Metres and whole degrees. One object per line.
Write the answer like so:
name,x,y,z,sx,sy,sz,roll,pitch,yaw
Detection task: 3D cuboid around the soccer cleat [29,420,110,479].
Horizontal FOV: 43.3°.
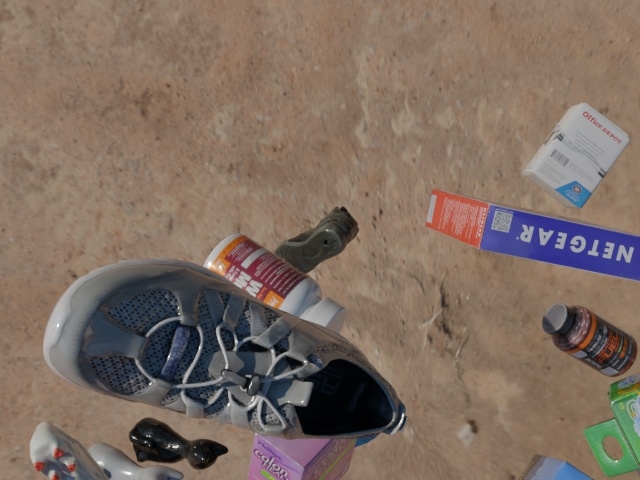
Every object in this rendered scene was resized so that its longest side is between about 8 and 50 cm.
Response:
soccer cleat,-0.298,0.307,1.018,0.068,0.076,0.196,-29,116,-6

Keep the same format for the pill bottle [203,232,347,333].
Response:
pill bottle,-0.075,0.091,1.281,0.221,0.121,0.121,32,83,18

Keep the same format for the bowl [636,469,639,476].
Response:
bowl,0.786,0.472,1.608,0.298,0.134,0.297,7,120,12

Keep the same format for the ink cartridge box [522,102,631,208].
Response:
ink cartridge box,0.564,-0.186,1.781,0.140,0.082,0.190,36,89,-4

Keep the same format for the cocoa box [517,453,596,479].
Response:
cocoa box,0.456,0.553,1.481,0.231,0.347,0.228,34,83,12

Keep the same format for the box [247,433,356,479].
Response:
box,-0.030,0.415,1.572,0.117,0.242,0.213,30,43,23

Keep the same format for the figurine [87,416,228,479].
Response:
figurine,-0.320,0.428,1.565,0.210,0.215,0.092,2,101,32

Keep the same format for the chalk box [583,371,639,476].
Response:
chalk box,0.585,0.302,1.323,0.289,0.179,0.180,-28,81,17

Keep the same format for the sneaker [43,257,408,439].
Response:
sneaker,-0.051,0.083,0.575,0.115,0.281,0.105,17,91,54

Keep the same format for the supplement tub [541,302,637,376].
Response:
supplement tub,0.557,0.203,1.681,0.198,0.106,0.106,28,81,-20

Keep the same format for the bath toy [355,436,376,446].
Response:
bath toy,-0.004,0.314,1.823,0.151,0.129,0.348,-37,97,-46

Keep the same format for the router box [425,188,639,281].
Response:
router box,0.407,-0.014,1.531,0.336,0.301,0.082,11,96,-13

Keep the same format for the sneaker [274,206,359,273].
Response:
sneaker,0.000,0.000,1.744,0.130,0.228,0.087,-38,96,-43
